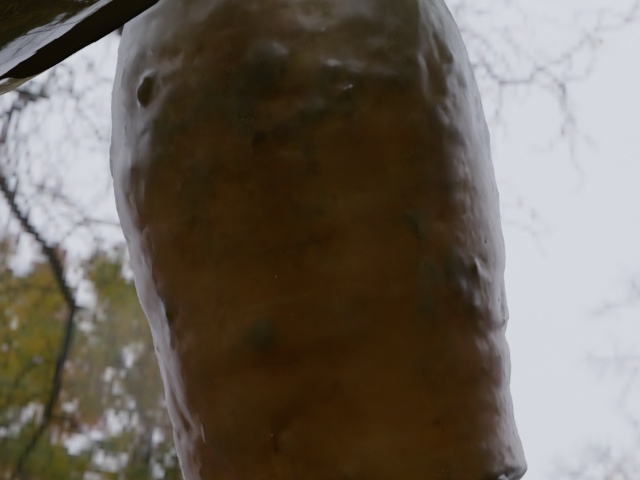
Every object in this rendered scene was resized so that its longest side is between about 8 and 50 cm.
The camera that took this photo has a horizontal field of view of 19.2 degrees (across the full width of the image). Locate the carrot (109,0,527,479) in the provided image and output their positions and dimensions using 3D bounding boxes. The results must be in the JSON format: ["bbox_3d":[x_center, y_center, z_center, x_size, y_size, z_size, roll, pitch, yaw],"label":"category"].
[{"bbox_3d":[0.000,0.000,1.087,0.224,0.340,0.224,-13,-8,-2],"label":"carrot"}]

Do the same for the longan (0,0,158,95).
[{"bbox_3d":[-0.159,-0.184,0.452,0.361,0.361,0.361,2,-43,2],"label":"longan"}]
